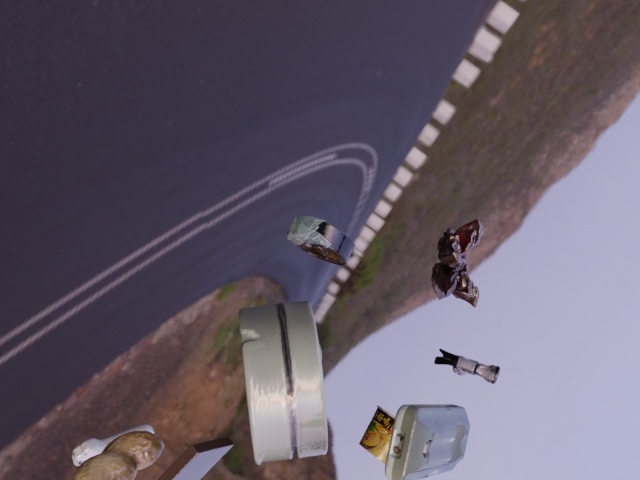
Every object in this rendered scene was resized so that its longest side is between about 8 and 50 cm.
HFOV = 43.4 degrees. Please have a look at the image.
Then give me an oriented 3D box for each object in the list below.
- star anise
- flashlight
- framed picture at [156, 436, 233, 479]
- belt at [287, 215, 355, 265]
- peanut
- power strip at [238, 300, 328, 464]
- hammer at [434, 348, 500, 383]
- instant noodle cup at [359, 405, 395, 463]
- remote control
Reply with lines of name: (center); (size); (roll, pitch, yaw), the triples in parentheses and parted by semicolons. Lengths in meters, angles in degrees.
star anise: (0.343, 0.063, 2.066); (0.283, 0.129, 0.213); (112, -20, -77)
flashlight: (-0.498, 0.488, 1.937); (0.200, 0.048, 0.093); (-13, 144, -30)
framed picture: (-0.245, 0.431, 1.526); (0.128, 0.023, 0.168); (-46, 162, 6)
belt: (0.000, 0.000, 2.309); (0.078, 0.198, 0.151); (-65, -173, -17)
peanut: (-0.411, 0.457, 1.631); (0.228, 0.104, 0.086); (-37, 130, -54)
power strip: (-0.080, 0.308, 1.734); (0.357, 0.161, 0.358); (174, -90, -84)
hammer: (0.377, 0.334, 2.081); (0.427, 0.152, 0.044); (51, 57, -75)
instant noodle cup: (0.184, 0.541, 2.196); (0.122, 0.151, 0.151); (-52, 178, -11)
remote control: (0.203, 0.360, 1.441); (0.335, 0.065, 0.128); (23, 77, -63)
